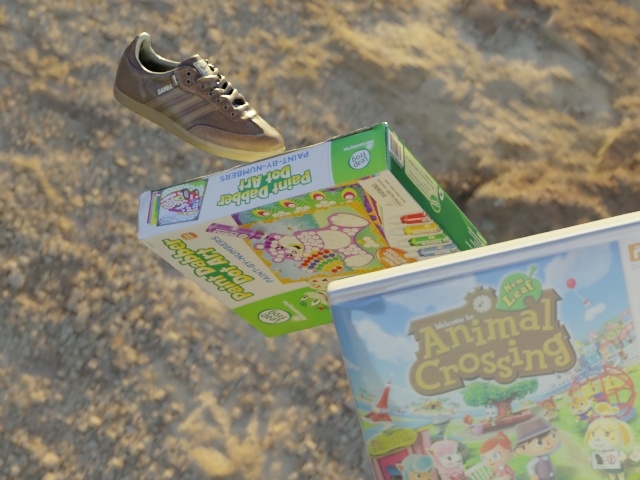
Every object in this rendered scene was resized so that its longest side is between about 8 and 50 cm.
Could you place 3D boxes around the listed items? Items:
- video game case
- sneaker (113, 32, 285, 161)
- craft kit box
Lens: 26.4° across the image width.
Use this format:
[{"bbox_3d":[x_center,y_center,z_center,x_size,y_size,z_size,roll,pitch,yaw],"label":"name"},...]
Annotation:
[{"bbox_3d":[0.128,0.093,0.870,0.212,0.193,0.023,-13,20,5],"label":"video game case"},{"bbox_3d":[-0.116,-0.136,1.305,0.188,0.071,0.066,24,27,15],"label":"sneaker"},{"bbox_3d":[0.000,0.000,1.265,0.250,0.246,0.061,42,42,-52],"label":"craft kit box"}]
